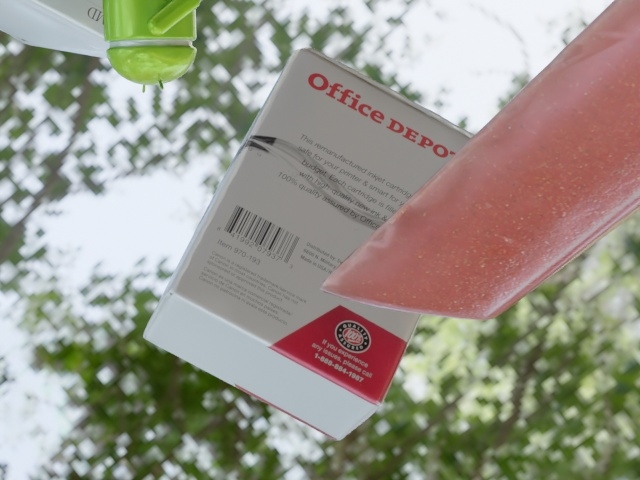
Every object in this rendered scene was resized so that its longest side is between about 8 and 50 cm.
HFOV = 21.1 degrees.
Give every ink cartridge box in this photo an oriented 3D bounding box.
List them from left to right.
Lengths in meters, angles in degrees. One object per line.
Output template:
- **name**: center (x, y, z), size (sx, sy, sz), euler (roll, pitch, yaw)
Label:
- **ink cartridge box**: center (0.000, 0.000, 0.814), size (0.109, 0.063, 0.150), euler (28, -119, -4)

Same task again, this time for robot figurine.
- **robot figurine**: center (-0.123, -0.165, 1.240), size (0.101, 0.067, 0.115), euler (-173, 81, -68)

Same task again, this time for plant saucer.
- **plant saucer**: center (0.151, -0.076, 0.549), size (0.259, 0.258, 0.048), euler (-33, -97, -39)

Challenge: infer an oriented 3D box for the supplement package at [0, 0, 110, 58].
- **supplement package**: center (-0.257, -0.260, 1.350), size (0.262, 0.145, 0.204), euler (24, 174, -42)
